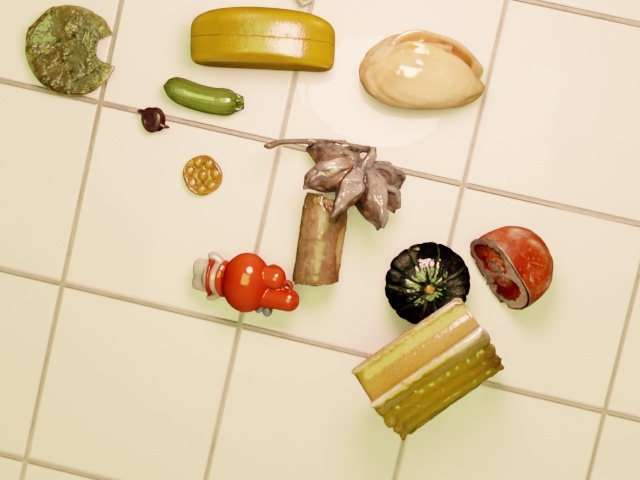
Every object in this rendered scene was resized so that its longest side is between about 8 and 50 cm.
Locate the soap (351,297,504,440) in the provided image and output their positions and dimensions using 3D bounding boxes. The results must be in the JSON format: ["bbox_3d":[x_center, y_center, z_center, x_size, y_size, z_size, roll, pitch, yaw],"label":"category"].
[{"bbox_3d":[0.269,0.322,1.771,0.335,0.293,0.156,-35,53,5],"label":"soap"}]

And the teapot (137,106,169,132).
[{"bbox_3d":[-0.442,-0.323,1.907,0.100,0.045,0.068,35,116,18],"label":"teapot"}]

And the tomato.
[{"bbox_3d":[0.506,0.053,1.829,0.155,0.180,0.214,-30,98,-14],"label":"tomato"}]

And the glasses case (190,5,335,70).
[{"bbox_3d":[-0.148,-0.511,1.818,0.370,0.173,0.141,3,96,3],"label":"glasses case"}]

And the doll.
[{"bbox_3d":[-0.191,0.110,1.865,0.290,0.130,0.161,9,103,12],"label":"doll"}]

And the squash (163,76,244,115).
[{"bbox_3d":[-0.305,-0.375,1.885,0.219,0.068,0.078,12,88,1],"label":"squash"}]

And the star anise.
[{"bbox_3d":[0.073,-0.163,1.789,0.359,0.316,0.139,-6,135,-33],"label":"star anise"}]

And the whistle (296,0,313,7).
[{"bbox_3d":[-0.082,-0.719,1.848,0.110,0.092,0.245,-22,90,-7],"label":"whistle"}]

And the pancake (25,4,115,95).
[{"bbox_3d":[-0.668,-0.505,1.914,0.253,0.037,0.254,0,91,3],"label":"pancake"}]

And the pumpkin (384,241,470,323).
[{"bbox_3d":[0.273,0.111,1.832,0.220,0.162,0.221,1,97,5],"label":"pumpkin"}]

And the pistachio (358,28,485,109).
[{"bbox_3d":[0.255,-0.415,1.806,0.317,0.214,0.194,11,52,-4],"label":"pistachio"}]

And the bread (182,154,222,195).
[{"bbox_3d":[-0.314,-0.174,1.915,0.109,0.024,0.110,0,92,1],"label":"bread"}]

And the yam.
[{"bbox_3d":[-0.001,0.000,1.854,0.129,0.128,0.239,7,91,25],"label":"yam"}]
